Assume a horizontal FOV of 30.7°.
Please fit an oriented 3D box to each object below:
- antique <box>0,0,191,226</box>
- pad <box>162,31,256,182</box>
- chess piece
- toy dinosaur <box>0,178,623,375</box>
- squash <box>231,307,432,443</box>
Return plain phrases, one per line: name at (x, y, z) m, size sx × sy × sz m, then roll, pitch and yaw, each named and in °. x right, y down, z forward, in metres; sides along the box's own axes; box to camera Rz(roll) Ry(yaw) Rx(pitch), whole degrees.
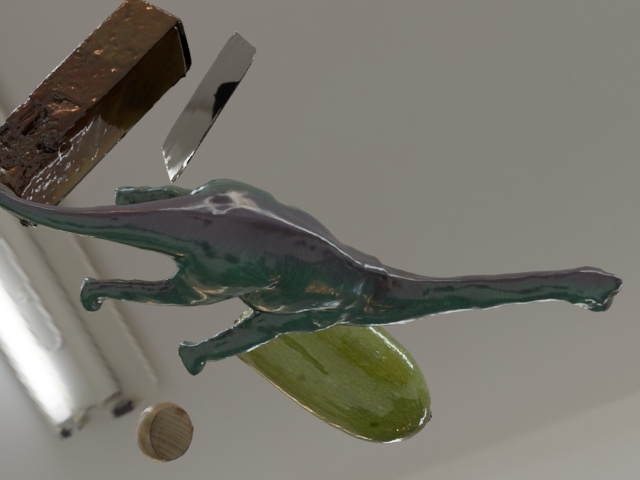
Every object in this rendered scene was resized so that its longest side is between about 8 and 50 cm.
antique at (-0.289, -0.160, 1.431) m, size 0.087 × 0.310 × 0.093 m, roll 30°, pitch -25°, yaw 21°
pad at (-0.137, -0.165, 1.398) m, size 0.004 × 0.267 × 0.181 m, roll 32°, pitch -82°, yaw -17°
chess piece at (-0.216, 0.266, 1.621) m, size 0.038 × 0.083 × 0.084 m, roll -6°, pitch -69°, yaw 48°
toy dinosaur at (0.000, 0.000, 0.861) m, size 0.331 × 0.129 × 0.383 m, roll -14°, pitch -31°, yaw 33°
squash at (0.022, 0.141, 1.312) m, size 0.247 × 0.132 × 0.132 m, roll 38°, pitch -66°, yaw -6°
